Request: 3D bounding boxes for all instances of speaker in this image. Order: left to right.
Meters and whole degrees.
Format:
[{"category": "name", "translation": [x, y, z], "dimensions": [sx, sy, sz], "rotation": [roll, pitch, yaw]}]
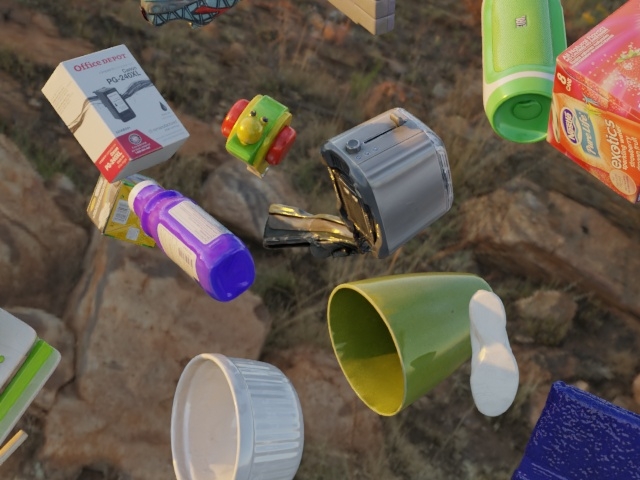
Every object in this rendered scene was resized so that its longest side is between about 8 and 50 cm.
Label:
[{"category": "speaker", "translation": [0.314, -0.293, 1.353], "dimensions": [0.131, 0.131, 0.296], "rotation": [15, 52, -10]}]

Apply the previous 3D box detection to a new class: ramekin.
[{"category": "ramekin", "translation": [-0.109, 0.255, 1.167], "dimensions": [0.109, 0.207, 0.207], "rotation": [5, 37, -32]}]

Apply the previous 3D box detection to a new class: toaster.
[{"category": "toaster", "translation": [0.101, -0.080, 1.258], "dimensions": [0.146, 0.227, 0.129], "rotation": [-32, 48, -11]}]

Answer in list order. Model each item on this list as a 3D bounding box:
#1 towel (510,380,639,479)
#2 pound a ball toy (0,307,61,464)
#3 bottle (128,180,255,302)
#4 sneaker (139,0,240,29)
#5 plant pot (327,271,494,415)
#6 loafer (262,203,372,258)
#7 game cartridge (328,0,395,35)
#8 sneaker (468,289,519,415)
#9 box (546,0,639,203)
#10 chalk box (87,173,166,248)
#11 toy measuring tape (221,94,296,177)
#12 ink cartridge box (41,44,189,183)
[{"category": "towel", "translation": [0.483, 0.432, 1.616], "dimensions": [0.227, 0.308, 0.076], "rotation": [23, 17, 18]}, {"category": "pound a ball toy", "translation": [-0.555, 0.276, 1.375], "dimensions": [0.136, 0.208, 0.319], "rotation": [27, 71, 16]}, {"category": "bottle", "translation": [-0.223, -0.011, 1.456], "dimensions": [0.092, 0.118, 0.283], "rotation": [-37, 48, -19]}, {"category": "sneaker", "translation": [-0.228, -0.472, 1.683], "dimensions": [0.262, 0.125, 0.104], "rotation": [-13, 54, -27]}, {"category": "plant pot", "translation": [0.210, 0.173, 1.785], "dimensions": [0.293, 0.275, 0.275], "rotation": [-20, 50, -25]}, {"category": "loafer", "translation": [0.000, 0.000, 1.520], "dimensions": [0.267, 0.084, 0.096], "rotation": [15, -10, 47]}, {"category": "game cartridge", "translation": [0.026, -0.556, 1.626], "dimensions": [0.068, 0.230, 0.355], "rotation": [-27, 51, -18]}, {"category": "sneaker", "translation": [0.289, 0.189, 1.493], "dimensions": [0.080, 0.212, 0.094], "rotation": [-3, 2, 2]}, {"category": "box", "translation": [0.357, -0.175, 0.861], "dimensions": [0.257, 0.128, 0.122], "rotation": [-38, 60, -14]}, {"category": "chalk box", "translation": [-0.447, -0.087, 2.022], "dimensions": [0.132, 0.132, 0.213], "rotation": [17, 11, -31]}, {"category": "toy measuring tape", "translation": [-0.096, -0.175, 1.479], "dimensions": [0.121, 0.121, 0.330], "rotation": [24, -1, 2]}, {"category": "ink cartridge box", "translation": [-0.256, -0.161, 1.098], "dimensions": [0.150, 0.063, 0.109], "rotation": [54, 42, 2]}]
